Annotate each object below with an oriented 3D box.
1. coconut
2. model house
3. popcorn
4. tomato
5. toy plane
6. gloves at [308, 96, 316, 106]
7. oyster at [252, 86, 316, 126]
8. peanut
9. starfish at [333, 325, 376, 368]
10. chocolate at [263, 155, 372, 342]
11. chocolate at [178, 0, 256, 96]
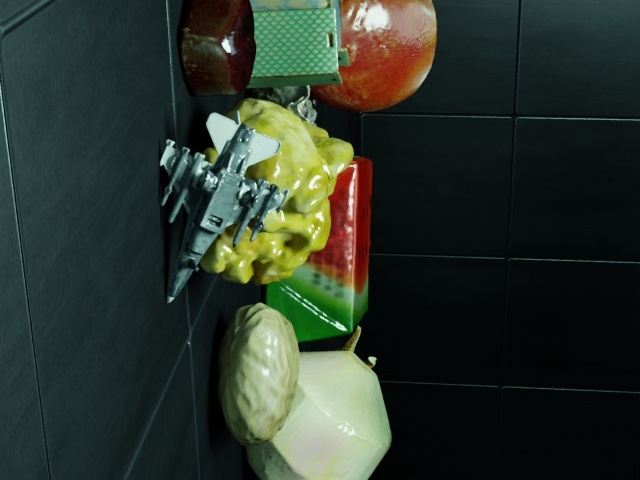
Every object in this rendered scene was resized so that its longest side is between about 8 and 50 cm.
[{"bbox_3d":[-0.005,0.293,1.972,0.259,0.259,0.259,2,90,-84],"label":"coconut"},{"bbox_3d":[-0.050,-0.285,1.581,0.271,0.178,0.206,87,1,-54],"label":"model house"},{"bbox_3d":[-0.071,-0.068,1.495,0.190,0.191,0.254,47,29,-28],"label":"popcorn"},{"bbox_3d":[0.031,-0.325,1.970,0.170,0.308,0.309,-53,146,-57],"label":"tomato"},{"bbox_3d":[-0.118,-0.036,1.354,0.082,0.160,0.234,10,-101,63],"label":"toy plane"},{"bbox_3d":[-0.021,-0.344,2.313,0.181,0.106,0.129,-60,180,16],"label":"gloves"},{"bbox_3d":[-0.061,-0.159,1.882,0.238,0.114,0.351,-96,-169,-73],"label":"oyster"},{"bbox_3d":[-0.087,0.188,1.715,0.233,0.110,0.197,31,61,-81],"label":"peanut"},{"bbox_3d":[0.011,0.266,2.175,0.247,0.050,0.138,-50,-158,17],"label":"starfish"},{"bbox_3d":[0.000,0.000,2.189,0.360,0.161,0.341,-33,126,-82],"label":"chocolate"},{"bbox_3d":[-0.118,-0.245,1.444,0.125,0.080,0.149,-32,125,-83],"label":"chocolate"}]
